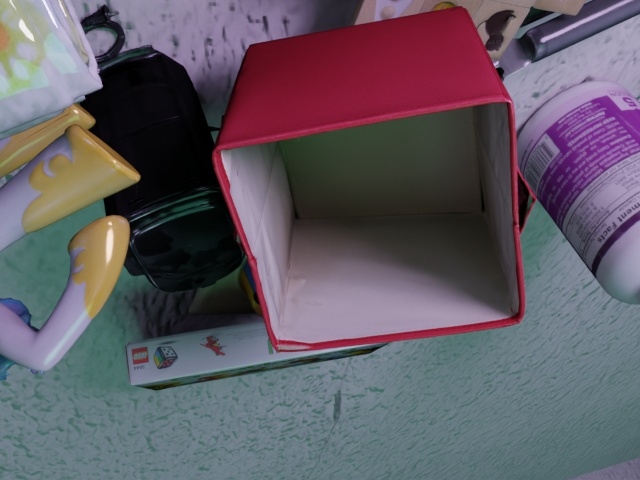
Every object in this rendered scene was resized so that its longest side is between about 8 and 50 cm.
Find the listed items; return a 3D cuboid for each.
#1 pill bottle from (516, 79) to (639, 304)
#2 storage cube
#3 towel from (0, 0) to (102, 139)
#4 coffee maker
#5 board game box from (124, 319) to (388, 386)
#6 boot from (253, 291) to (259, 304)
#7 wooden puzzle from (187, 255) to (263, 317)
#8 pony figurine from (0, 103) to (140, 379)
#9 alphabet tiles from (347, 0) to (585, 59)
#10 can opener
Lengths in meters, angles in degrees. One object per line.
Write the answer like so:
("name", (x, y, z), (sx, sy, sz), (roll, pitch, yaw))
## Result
("pill bottle", (0.368, -0.034, 0.823), (0.169, 0.301, 0.169), (-16, 143, -12))
("storage cube", (0.044, -0.051, 0.553), (0.215, 0.193, 0.183), (-9, 124, 7))
("towel", (-0.327, -0.153, 0.311), (0.375, 0.090, 0.320), (-21, 104, -5))
("coffee maker", (-0.143, -0.066, 0.594), (0.120, 0.178, 0.171), (-36, 143, 13))
("board game box", (-0.073, 0.136, 0.895), (0.305, 0.053, 0.193), (-9, 167, -6))
("boot", (0.000, 0.000, 0.736), (0.137, 0.076, 0.197), (-9, 136, -14))
("wooden puzzle", (0.040, -0.002, 0.863), (0.322, 0.080, 0.347), (2, 136, -32))
("pony figurine", (-0.322, 0.017, 0.494), (0.363, 0.351, 0.303), (-50, 158, 1))
("alphabet tiles", (0.155, -0.289, 0.528), (0.285, 0.011, 0.342), (-1, 138, -29))
("can opener", (0.214, -0.214, 0.727), (0.284, 0.076, 0.095), (-25, 176, -1))
